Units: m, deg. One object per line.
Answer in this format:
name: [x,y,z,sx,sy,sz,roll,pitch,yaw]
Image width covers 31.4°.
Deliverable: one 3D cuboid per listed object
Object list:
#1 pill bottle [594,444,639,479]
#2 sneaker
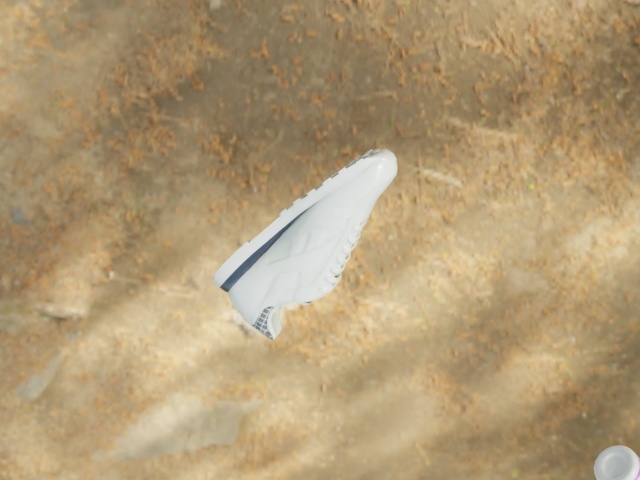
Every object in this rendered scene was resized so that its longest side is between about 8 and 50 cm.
pill bottle: [0.293,0.228,1.068,0.043,0.043,0.083,-26,132,24]
sneaker: [0.000,0.000,1.160,0.235,0.090,0.095,-42,85,21]
